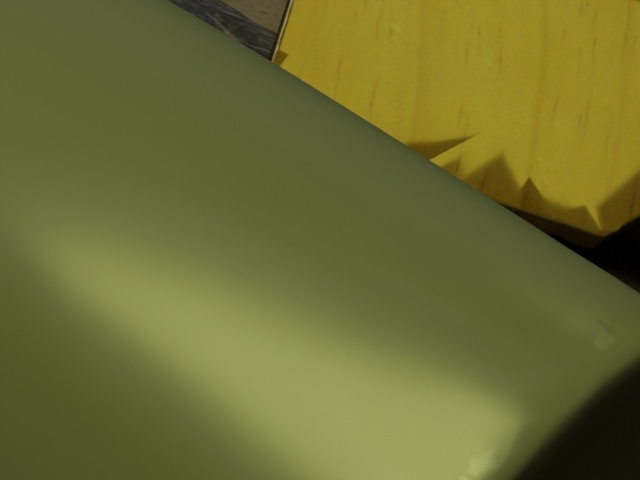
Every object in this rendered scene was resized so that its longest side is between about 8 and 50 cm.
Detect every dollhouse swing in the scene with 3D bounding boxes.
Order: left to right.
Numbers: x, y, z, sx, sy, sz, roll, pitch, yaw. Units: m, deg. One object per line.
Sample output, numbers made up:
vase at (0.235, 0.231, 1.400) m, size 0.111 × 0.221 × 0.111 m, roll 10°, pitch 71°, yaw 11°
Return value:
dollhouse swing at (0.121, -0.111, 1.454) m, size 0.347 × 0.305 × 0.315 m, roll 18°, pitch 64°, yaw -5°

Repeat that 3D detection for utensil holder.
utensil holder at (-0.123, 0.057, 0.532) m, size 0.385 × 0.327 × 0.328 m, roll 31°, pitch 25°, yaw 22°
